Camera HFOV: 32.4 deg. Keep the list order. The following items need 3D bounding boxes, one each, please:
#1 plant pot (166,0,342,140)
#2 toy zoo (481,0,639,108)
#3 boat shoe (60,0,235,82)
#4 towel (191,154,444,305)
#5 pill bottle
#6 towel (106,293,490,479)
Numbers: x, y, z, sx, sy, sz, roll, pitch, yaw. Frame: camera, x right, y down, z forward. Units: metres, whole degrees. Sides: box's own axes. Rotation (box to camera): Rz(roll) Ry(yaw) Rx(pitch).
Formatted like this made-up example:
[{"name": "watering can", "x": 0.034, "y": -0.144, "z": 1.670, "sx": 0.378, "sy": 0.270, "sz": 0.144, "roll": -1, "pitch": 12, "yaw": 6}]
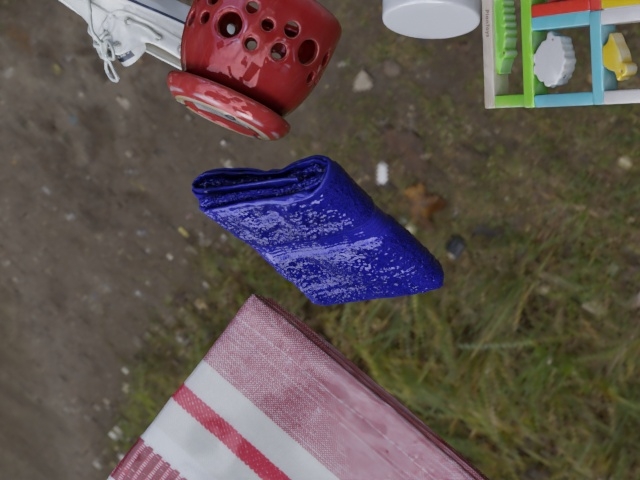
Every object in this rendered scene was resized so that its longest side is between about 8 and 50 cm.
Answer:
[{"name": "plant pot", "x": -0.090, "y": -0.230, "z": 1.399, "sx": 0.191, "sy": 0.174, "sz": 0.191, "roll": 24, "pitch": 177, "yaw": 1}, {"name": "toy zoo", "x": 0.288, "y": -0.235, "z": 1.135, "sx": 0.293, "sy": 0.030, "sz": 0.192, "roll": 4, "pitch": 99, "yaw": 48}, {"name": "boat shoe", "x": -0.318, "y": -0.336, "z": 1.799, "sx": 0.367, "sy": 0.156, "sz": 0.136, "roll": 19, "pitch": -179, "yaw": -31}, {"name": "towel", "x": 0.000, "y": 0.000, "z": 1.459, "sx": 0.227, "sy": 0.076, "sz": 0.308, "roll": -4, "pitch": 151, "yaw": 37}, {"name": "pill bottle", "x": 0.099, "y": -0.277, "z": 0.953, "sx": 0.112, "sy": 0.187, "sz": 0.112, "roll": 3, "pitch": 170, "yaw": 1}, {"name": "towel", "x": -0.052, "y": 0.231, "z": 0.731, "sx": 0.237, "sy": 0.329, "sz": 0.037, "roll": 40, "pitch": -174, "yaw": 11}]
